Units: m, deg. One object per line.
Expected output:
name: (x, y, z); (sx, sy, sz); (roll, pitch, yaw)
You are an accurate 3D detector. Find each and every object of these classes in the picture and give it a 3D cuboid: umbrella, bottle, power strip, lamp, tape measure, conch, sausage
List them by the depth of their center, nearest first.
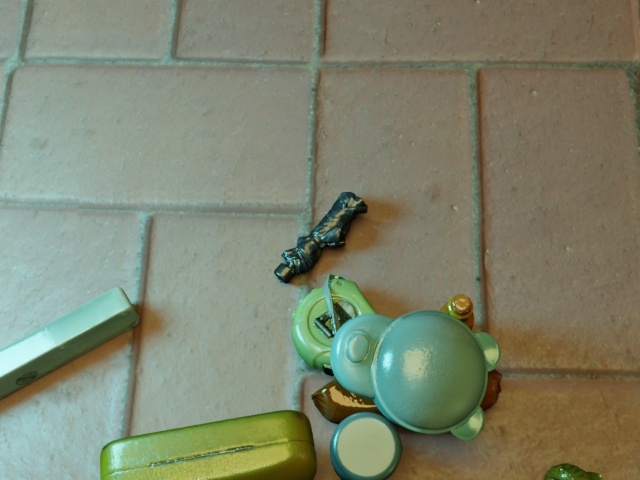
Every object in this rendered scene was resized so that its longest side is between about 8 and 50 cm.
lamp: (0.157, 0.216, 1.832); (0.283, 0.147, 0.209); (14, 73, 9)
conch: (0.442, 0.435, 1.880); (0.121, 0.074, 0.089); (0, 70, -20)
sausage: (0.158, 0.282, 1.936); (0.348, 0.097, 0.094); (-8, 59, 0)
bottle: (0.245, 0.145, 1.944); (0.069, 0.187, 0.069); (0, 68, 0)
tape measure: (0.034, 0.162, 1.988); (0.175, 0.106, 0.200); (-30, 68, -12)
power strip: (-0.524, 0.210, 1.999); (0.385, 0.091, 0.062); (-28, 66, -10)
umbrella: (0.002, 0.002, 2.087); (0.224, 0.080, 0.071); (-45, 106, -12)

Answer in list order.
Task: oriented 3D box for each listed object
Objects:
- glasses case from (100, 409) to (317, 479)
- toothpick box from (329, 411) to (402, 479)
glasses case: (-0.189, 0.401, 1.855); (0.371, 0.173, 0.141); (-10, 65, 1)
toothpick box: (0.075, 0.370, 1.855); (0.120, 0.184, 0.120); (0, 71, 0)
